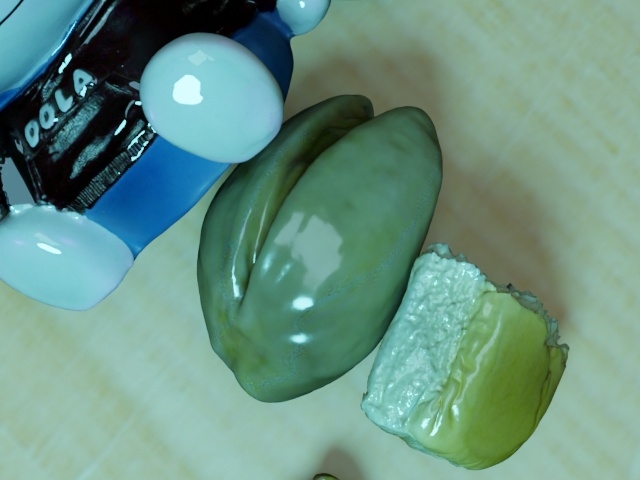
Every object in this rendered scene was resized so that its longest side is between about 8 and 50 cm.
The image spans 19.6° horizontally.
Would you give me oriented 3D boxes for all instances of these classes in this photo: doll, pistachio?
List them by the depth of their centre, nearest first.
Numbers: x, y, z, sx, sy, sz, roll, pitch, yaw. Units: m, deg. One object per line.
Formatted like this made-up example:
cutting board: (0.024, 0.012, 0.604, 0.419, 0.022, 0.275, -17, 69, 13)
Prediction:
doll: (-0.169, -0.146, 0.969, 0.310, 0.240, 0.284, 41, 107, -13)
pistachio: (0.000, 0.000, 1.018, 0.124, 0.124, 0.185, 34, 71, 1)

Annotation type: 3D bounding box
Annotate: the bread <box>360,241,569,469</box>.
bread: (0.082, 0.071, 1.007, 0.082, 0.125, 0.106, 14, 77, 23)

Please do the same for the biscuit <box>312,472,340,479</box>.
biscuit: (0.021, 0.230, 1.018, 0.280, 0.043, 0.183, 18, 83, -7)
